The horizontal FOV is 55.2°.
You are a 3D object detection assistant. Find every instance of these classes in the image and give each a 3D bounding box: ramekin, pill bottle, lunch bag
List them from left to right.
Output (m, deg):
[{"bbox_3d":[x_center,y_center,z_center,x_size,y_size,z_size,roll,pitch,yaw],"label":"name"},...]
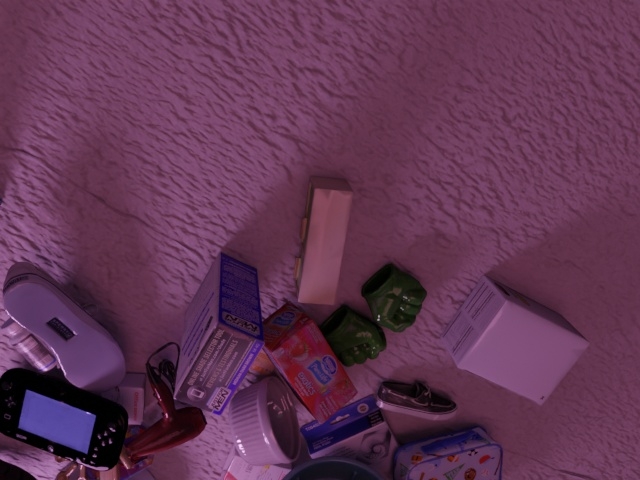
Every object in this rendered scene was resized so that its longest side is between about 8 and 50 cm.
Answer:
[{"bbox_3d":[-0.649,0.227,1.387,0.078,0.078,0.137,-31,112,5],"label":"pill bottle"},{"bbox_3d":[-0.136,0.442,1.477,0.109,0.207,0.207,-20,113,11],"label":"ramekin"},{"bbox_3d":[0.345,0.624,1.637,0.304,0.115,0.243,-10,107,-16],"label":"lunch bag"}]

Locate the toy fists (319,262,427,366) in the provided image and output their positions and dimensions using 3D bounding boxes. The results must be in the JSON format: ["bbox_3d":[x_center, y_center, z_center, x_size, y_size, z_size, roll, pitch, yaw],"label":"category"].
[{"bbox_3d":[0.132,0.192,1.467,0.142,0.096,0.279,41,100,-21],"label":"toy fists"}]

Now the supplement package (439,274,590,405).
[{"bbox_3d":[0.472,0.244,1.504,0.262,0.145,0.204,26,106,-17],"label":"supplement package"}]

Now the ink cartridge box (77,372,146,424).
[{"bbox_3d":[-0.499,0.379,1.475,0.151,0.063,0.109,5,112,-9],"label":"ink cartridge box"}]

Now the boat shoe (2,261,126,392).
[{"bbox_3d":[-0.564,0.183,1.350,0.136,0.156,0.367,-35,129,-6],"label":"boat shoe"}]

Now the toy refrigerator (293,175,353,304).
[{"bbox_3d":[0.000,0.000,1.369,0.094,0.102,0.269,5,111,-9],"label":"toy refrigerator"}]

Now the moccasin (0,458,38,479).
[{"bbox_3d":[-0.793,0.608,1.453,0.380,0.139,0.147,26,121,1],"label":"moccasin"}]

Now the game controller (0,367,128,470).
[{"bbox_3d":[-0.591,0.406,1.389,0.319,0.067,0.166,18,92,7],"label":"game controller"}]

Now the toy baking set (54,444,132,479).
[{"bbox_3d":[-0.566,0.484,1.441,0.197,0.030,0.256,-24,98,7],"label":"toy baking set"}]

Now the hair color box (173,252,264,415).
[{"bbox_3d":[-0.210,0.181,1.284,0.110,0.339,0.185,27,106,-16],"label":"hair color box"}]

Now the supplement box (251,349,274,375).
[{"bbox_3d":[-0.130,0.274,1.496,0.062,0.036,0.098,25,106,-17],"label":"supplement box"}]

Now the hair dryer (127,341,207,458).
[{"bbox_3d":[-0.366,0.396,1.477,0.224,0.080,0.293,32,87,-25],"label":"hair dryer"}]

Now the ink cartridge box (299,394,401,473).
[{"bbox_3d":[0.087,0.546,1.628,0.223,0.045,0.224,-26,112,3],"label":"ink cartridge box"}]

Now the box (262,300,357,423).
[{"bbox_3d":[-0.035,0.286,1.434,0.123,0.128,0.256,-37,119,-14],"label":"box"}]

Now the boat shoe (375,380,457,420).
[{"bbox_3d":[0.255,0.408,1.577,0.220,0.077,0.070,10,111,-9],"label":"boat shoe"}]

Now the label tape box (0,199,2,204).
[{"bbox_3d":[-0.793,0.062,1.217,0.106,0.240,0.333,33,105,-20],"label":"label tape box"}]

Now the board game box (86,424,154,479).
[{"bbox_3d":[-0.493,0.518,1.495,0.169,0.033,0.133,-25,82,-23],"label":"board game box"}]

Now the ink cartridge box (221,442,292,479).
[{"bbox_3d":[-0.150,0.609,1.611,0.198,0.067,0.115,20,108,-13],"label":"ink cartridge box"}]

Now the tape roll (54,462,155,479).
[{"bbox_3d":[-0.560,0.696,1.574,0.286,0.100,0.286,-3,111,-7],"label":"tape roll"}]

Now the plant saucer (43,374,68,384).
[{"bbox_3d":[-0.666,0.389,1.477,0.169,0.029,0.168,-3,112,-7],"label":"plant saucer"}]

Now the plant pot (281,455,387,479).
[{"bbox_3d":[0.019,0.783,1.546,0.341,0.341,0.334,4,133,-9],"label":"plant pot"}]
